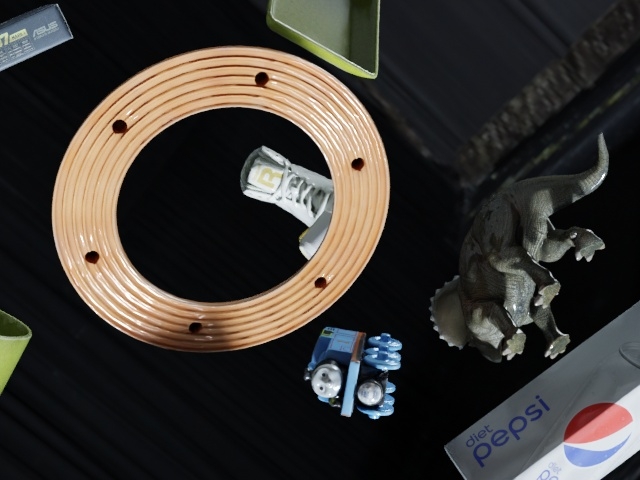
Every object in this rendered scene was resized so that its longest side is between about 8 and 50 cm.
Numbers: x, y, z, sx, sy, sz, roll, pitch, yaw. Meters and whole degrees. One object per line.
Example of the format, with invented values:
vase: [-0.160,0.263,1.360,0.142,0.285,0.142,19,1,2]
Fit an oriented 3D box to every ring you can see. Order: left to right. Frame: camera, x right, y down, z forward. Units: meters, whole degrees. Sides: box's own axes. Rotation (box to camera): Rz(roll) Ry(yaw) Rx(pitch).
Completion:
ring: [-0.094,-0.035,1.081,0.336,0.336,0.032,-47,-149,11]

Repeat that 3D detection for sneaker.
sneaker: [-0.035,-0.069,1.741,0.292,0.169,0.108,29,-83,62]

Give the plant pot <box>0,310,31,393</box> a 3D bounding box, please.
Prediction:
plant pot: [-0.518,0.202,1.264,0.275,0.275,0.293,-161,-89,-78]

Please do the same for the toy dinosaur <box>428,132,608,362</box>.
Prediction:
toy dinosaur: [0.195,0.023,1.130,0.160,0.121,0.313,43,-49,43]

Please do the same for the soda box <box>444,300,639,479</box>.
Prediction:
soda box: [0.284,0.191,1.179,0.286,0.091,0.098,-37,-144,1]

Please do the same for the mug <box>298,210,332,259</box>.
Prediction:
mug: [0.003,0.002,1.589,0.064,0.062,0.078,-43,177,-15]

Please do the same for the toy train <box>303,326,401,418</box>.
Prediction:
toy train: [0.038,0.152,1.267,0.184,0.105,0.080,-53,151,-81]

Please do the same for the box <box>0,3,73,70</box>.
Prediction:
box: [-0.487,-0.278,1.604,0.232,0.059,0.183,-27,-161,-10]

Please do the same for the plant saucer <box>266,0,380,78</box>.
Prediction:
plant saucer: [-0.003,-0.325,1.506,0.045,0.188,0.188,-30,-134,44]
